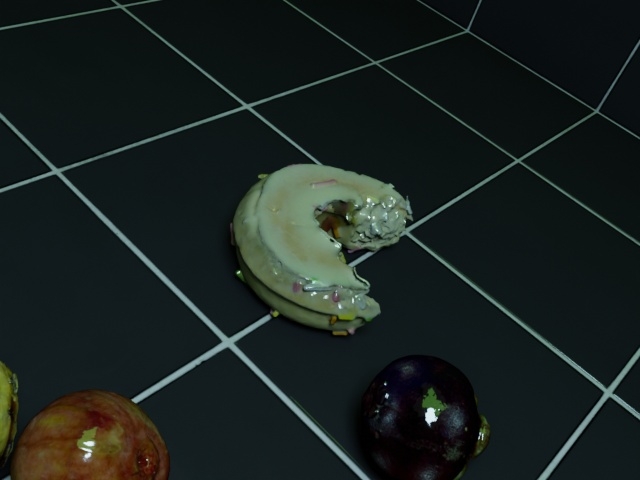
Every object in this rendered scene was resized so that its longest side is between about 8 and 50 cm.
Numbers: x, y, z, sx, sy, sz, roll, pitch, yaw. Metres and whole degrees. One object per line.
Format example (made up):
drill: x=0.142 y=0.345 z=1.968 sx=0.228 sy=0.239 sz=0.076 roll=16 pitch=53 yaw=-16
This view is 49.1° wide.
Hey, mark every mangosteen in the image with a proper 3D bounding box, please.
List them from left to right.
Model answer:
mangosteen: x=0.165 y=0.276 z=1.042 sx=0.230 sy=0.194 sz=0.194 roll=31 pitch=35 yaw=-27

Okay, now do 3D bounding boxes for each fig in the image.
fig: x=-0.294 y=0.282 z=0.858 sx=0.205 sy=0.205 sz=0.205 roll=11 pitch=42 yaw=-10

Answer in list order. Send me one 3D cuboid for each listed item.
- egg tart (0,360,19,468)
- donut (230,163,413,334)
egg tart: x=-0.434 y=0.209 z=0.844 sx=0.106 sy=0.241 sz=0.241 roll=8 pitch=40 yaw=-38
donut: x=-0.009 y=0.002 z=1.276 sx=0.307 sy=0.150 sz=0.371 roll=22 pitch=41 yaw=4
